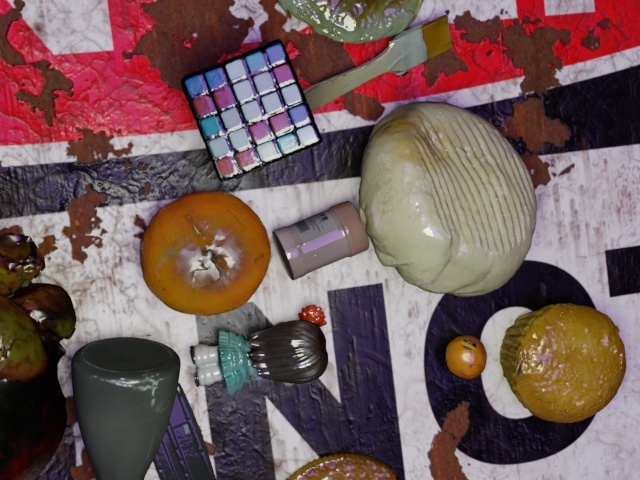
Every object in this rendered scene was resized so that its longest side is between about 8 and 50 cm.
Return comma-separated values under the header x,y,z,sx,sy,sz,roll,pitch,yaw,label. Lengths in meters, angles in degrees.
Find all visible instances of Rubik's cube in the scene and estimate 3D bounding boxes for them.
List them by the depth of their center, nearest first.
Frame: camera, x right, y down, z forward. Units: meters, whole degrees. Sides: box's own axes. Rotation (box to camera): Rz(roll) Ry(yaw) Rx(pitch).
x,y,z,sx,sy,sz,roll,pitch,yaw,label
-0.113,-0.215,1.456,0.184,0.182,0.187,-24,95,2,Rubik's cube

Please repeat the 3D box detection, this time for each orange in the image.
x,y,z,sx,sy,sz,roll,pitch,yaw,label
-0.194,0.021,1.466,0.224,0.170,0.223,-1,93,-14,orange
0.274,0.220,1.623,0.084,0.083,0.083,0,92,-13,orange

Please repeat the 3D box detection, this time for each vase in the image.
x,y,z,sx,sy,sz,roll,pitch,yaw,label
-0.330,0.336,1.432,0.173,0.173,0.321,4,105,-13,vase

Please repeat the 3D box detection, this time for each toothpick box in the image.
x,y,z,sx,sy,sz,roll,pitch,yaw,label
0.000,0.000,1.545,0.149,0.098,0.098,-23,96,-11,toothpick box

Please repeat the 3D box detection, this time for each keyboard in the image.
x,y,z,sx,sy,sz,roll,pitch,yaw,label
-0.267,0.343,1.531,0.104,0.041,0.381,-20,102,-12,keyboard

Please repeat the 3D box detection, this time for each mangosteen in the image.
x,y,z,sx,sy,sz,roll,pitch,yaw,label
-0.562,0.197,1.290,0.381,0.381,0.421,6,80,-13,mangosteen

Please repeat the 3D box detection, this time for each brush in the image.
x,y,z,sx,sy,sz,roll,pitch,yaw,label
0.092,-0.315,1.586,0.337,0.020,0.085,-27,132,-9,brush

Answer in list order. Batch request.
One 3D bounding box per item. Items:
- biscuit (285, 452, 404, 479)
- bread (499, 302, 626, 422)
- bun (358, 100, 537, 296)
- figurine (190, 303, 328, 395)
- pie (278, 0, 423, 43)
x,y,z,sx,sy,sz,roll,pitch,yaw,label
0.039,0.542,1.600,0.306,0.038,0.305,0,90,-13,biscuit
0.458,0.229,1.634,0.240,0.139,0.239,0,92,-13,bread
0.210,-0.063,1.523,0.365,0.219,0.365,19,56,-31,bun
-0.104,0.196,1.526,0.246,0.110,0.137,-8,90,-4,figurine
0.059,-0.498,1.562,0.307,0.071,0.306,0,91,-14,pie
